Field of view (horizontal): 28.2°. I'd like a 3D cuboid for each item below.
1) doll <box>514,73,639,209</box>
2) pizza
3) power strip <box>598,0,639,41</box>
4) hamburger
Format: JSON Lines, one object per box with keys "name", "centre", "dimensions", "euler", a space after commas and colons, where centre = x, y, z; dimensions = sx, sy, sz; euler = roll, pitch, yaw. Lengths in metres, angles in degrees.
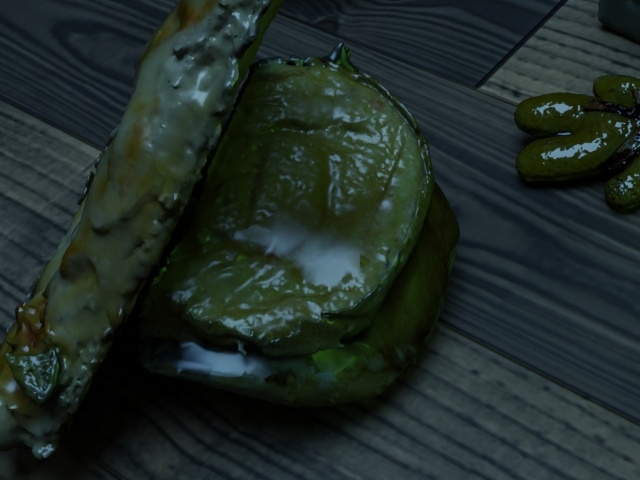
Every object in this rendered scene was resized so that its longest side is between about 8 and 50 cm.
{"name": "doll", "centre": [0.266, -0.099, 1.068], "dimensions": [0.210, 0.097, 0.137], "euler": [-7, 51, 10]}
{"name": "pizza", "centre": [-0.149, -0.025, 0.951], "dimensions": [0.080, 0.435, 0.391], "euler": [27, 83, -8]}
{"name": "power strip", "centre": [0.382, -0.287, 1.194], "dimensions": [0.140, 0.139, 0.224], "euler": [31, 58, 33]}
{"name": "hamburger", "centre": [0.000, 0.000, 0.970], "dimensions": [0.211, 0.132, 0.308], "euler": [20, 56, 3]}
